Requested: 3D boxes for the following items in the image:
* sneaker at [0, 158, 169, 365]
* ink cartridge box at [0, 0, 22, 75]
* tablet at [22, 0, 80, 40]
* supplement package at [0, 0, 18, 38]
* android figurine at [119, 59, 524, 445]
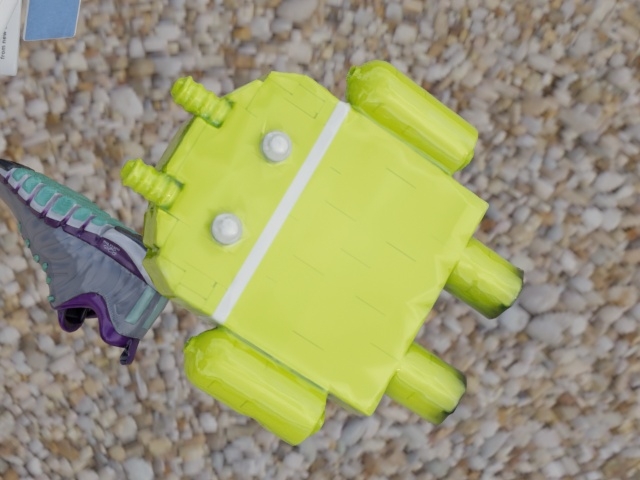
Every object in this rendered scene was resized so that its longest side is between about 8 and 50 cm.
[{"bbox_3d":[-0.209,0.012,1.139,0.224,0.083,0.098,30,90,36],"label":"sneaker"},{"bbox_3d":[-0.440,-0.244,1.346,0.289,0.211,0.121,1,111,-20],"label":"ink cartridge box"},{"bbox_3d":[-0.261,-0.228,1.390,0.054,0.083,0.006,-9,54,-25],"label":"tablet"},{"bbox_3d":[-0.315,-0.218,0.784,0.293,0.175,0.177,30,76,-37],"label":"supplement package"},{"bbox_3d":[0.000,0.000,0.928,0.273,0.056,0.248,36,77,-17],"label":"android figurine"}]
